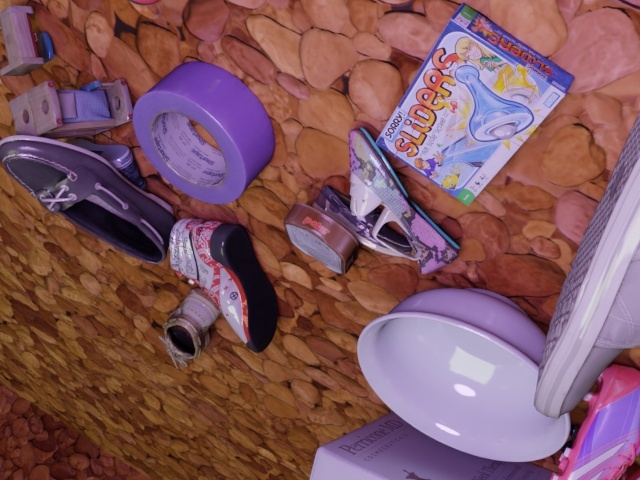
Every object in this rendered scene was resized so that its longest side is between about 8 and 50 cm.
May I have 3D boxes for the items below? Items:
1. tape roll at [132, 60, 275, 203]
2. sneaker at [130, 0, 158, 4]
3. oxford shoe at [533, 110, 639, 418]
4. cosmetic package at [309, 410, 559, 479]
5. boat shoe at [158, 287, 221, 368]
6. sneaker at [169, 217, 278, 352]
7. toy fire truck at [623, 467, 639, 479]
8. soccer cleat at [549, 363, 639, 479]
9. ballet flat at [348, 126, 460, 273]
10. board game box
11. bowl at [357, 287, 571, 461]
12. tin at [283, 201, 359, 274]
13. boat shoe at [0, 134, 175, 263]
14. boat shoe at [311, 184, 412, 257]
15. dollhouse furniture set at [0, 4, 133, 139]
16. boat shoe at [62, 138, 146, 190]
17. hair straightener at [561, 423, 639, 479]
[{"bbox_3d":[-0.163,-0.148,0.993,0.189,0.080,0.189,22,141,19],"label":"tape roll"},{"bbox_3d":[-0.234,-0.395,0.760,0.135,0.097,0.276,-11,126,46],"label":"sneaker"},{"bbox_3d":[0.315,0.017,0.669,0.130,0.169,0.449,20,125,10],"label":"oxford shoe"},{"bbox_3d":[0.195,0.513,1.121,0.393,0.329,0.327,15,95,27],"label":"cosmetic package"},{"bbox_3d":[-0.283,0.192,1.462,0.104,0.089,0.285,34,145,2],"label":"boat shoe"},{"bbox_3d":[-0.172,0.074,1.242,0.145,0.090,0.270,11,134,32],"label":"sneaker"},{"bbox_3d":[0.503,0.323,0.811,0.254,0.302,0.169,51,150,27],"label":"toy fire truck"},{"bbox_3d":[0.363,0.280,0.914,0.095,0.248,0.083,22,173,20],"label":"soccer cleat"},{"bbox_3d":[0.089,-0.039,0.899,0.221,0.079,0.077,48,-174,-20],"label":"ballet flat"},{"bbox_3d":[0.158,-0.139,0.774,0.136,0.035,0.201,34,144,3],"label":"board game box"},{"bbox_3d":[0.211,0.162,0.984,0.298,0.134,0.298,22,141,19],"label":"bowl"},{"bbox_3d":[0.000,0.000,0.995,0.106,0.040,0.190,36,171,10],"label":"tin"},{"bbox_3d":[-0.353,-0.057,1.118,0.112,0.095,0.335,-18,151,27],"label":"boat shoe"},{"bbox_3d":[0.060,-0.026,0.966,0.152,0.056,0.049,26,111,6],"label":"boat shoe"},{"bbox_3d":[-0.382,-0.252,1.053,0.129,0.129,0.184,-7,96,43],"label":"dollhouse furniture set"},{"bbox_3d":[-0.384,-0.121,1.217,0.183,0.065,0.083,11,138,30],"label":"boat shoe"},{"bbox_3d":[0.429,0.354,1.091,0.230,0.047,0.089,34,144,4],"label":"hair straightener"}]
